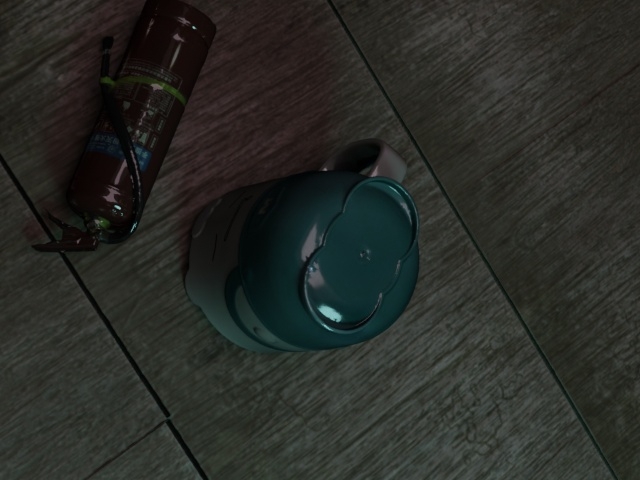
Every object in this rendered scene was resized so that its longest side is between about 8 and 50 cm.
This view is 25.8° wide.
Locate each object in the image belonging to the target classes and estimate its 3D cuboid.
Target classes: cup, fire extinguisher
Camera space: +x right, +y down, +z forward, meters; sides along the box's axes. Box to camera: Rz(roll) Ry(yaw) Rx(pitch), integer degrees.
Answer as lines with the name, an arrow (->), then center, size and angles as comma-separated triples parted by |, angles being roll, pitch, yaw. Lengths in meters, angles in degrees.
cup -> 0.000, 0.000, 1.708 | 0.219, 0.257, 0.290 | 40, 67, -22
fire extinguisher -> -0.242, -0.131, 1.696 | 0.141, 0.105, 0.341 | 15, 72, 17
